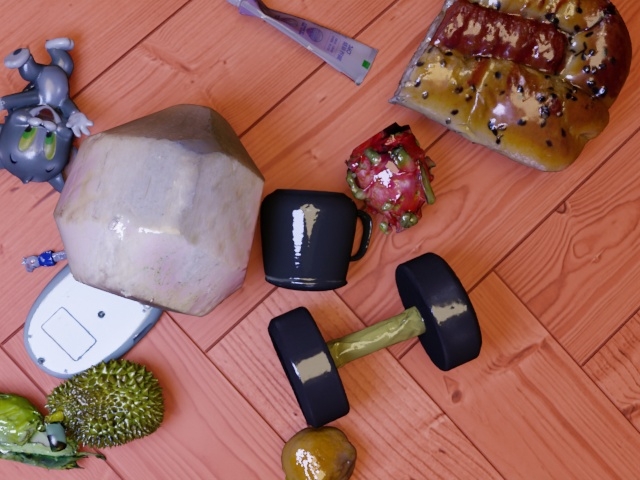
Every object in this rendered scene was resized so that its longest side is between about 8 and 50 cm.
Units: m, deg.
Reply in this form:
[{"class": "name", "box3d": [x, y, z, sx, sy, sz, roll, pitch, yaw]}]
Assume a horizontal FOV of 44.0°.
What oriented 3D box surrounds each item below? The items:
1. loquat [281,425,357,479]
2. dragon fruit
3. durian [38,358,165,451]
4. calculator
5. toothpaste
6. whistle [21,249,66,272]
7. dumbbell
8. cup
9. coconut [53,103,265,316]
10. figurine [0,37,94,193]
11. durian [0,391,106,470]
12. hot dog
[{"class": "loquat", "box3d": [-0.002, 0.386, 1.380, 0.137, 0.113, 0.137, 3, 60, -5]}, {"class": "dragon fruit", "box3d": [0.131, -0.107, 1.401, 0.160, 0.166, 0.172, -33, 92, -5]}, {"class": "durian", "box3d": [-0.357, 0.273, 1.320, 0.198, 0.159, 0.146, -6, 73, -3]}, {"class": "calculator", "box3d": [-0.383, 0.111, 1.386, 0.299, 0.041, 0.185, -44, 91, -9]}, {"class": "toothpaste", "box3d": [-0.039, -0.389, 1.463, 0.301, 0.048, 0.075, 26, 55, -10]}, {"class": "whistle", "box3d": [-0.481, 0.035, 1.389, 0.083, 0.029, 0.033, -14, 124, -2]}, {"class": "dumbbell", "box3d": [0.091, 0.169, 1.355, 0.322, 0.204, 0.204, -23, 88, -7]}, {"class": "cup", "box3d": [0.000, 0.000, 1.390, 0.223, 0.169, 0.177, 3, 89, -34]}, {"class": "coconut", "box3d": [-0.247, -0.061, 1.273, 0.352, 0.352, 0.353, 1, 85, -7]}, {"class": "figurine", "box3d": [-0.494, -0.222, 1.355, 0.193, 0.140, 0.265, 7, 71, -29]}, {"class": "durian", "box3d": [-0.530, 0.304, 1.304, 0.375, 0.132, 0.107, 17, 78, -18]}, {"class": "hot dog", "box3d": [0.372, -0.318, 1.438, 0.365, 0.196, 0.367, 30, 85, -7]}]
